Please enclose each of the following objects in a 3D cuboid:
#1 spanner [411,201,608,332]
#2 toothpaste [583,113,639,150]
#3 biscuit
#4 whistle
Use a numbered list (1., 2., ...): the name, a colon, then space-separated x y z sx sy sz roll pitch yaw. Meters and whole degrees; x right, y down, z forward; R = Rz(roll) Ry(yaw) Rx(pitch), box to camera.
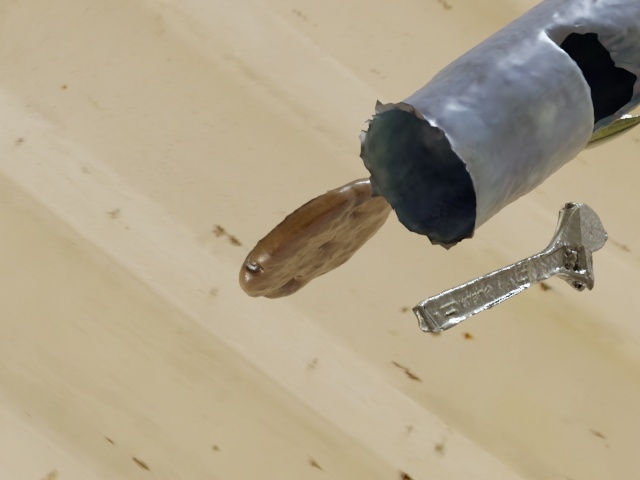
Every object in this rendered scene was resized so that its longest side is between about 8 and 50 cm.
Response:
1. spanner: 0.196 0.030 1.233 0.325 0.026 0.093 -19 -87 -46
2. toothpaste: 0.278 -0.116 1.509 0.248 0.078 0.047 -15 -96 -22
3. biscuit: 0.000 0.000 1.461 0.212 0.212 0.036 -28 -108 -18
4. whistle: 0.139 -0.098 0.532 0.304 0.062 0.062 -35 -75 -31
